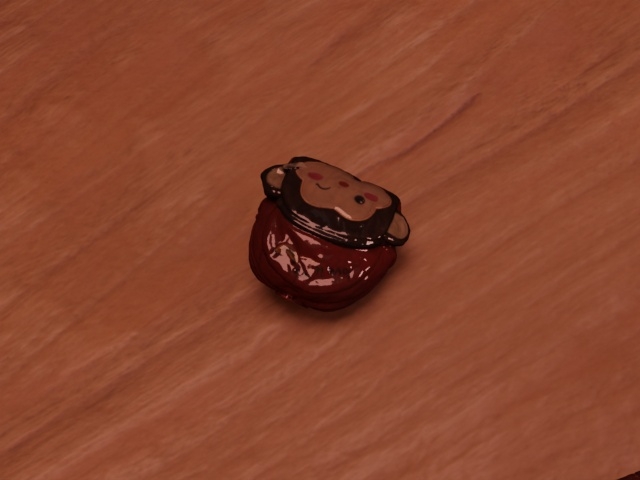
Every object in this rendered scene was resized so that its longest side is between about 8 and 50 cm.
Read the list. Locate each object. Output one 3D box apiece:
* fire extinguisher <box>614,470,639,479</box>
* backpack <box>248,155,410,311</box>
[{"bbox_3d":[0.314,0.320,1.361,0.157,0.045,0.078,-20,73,-4],"label":"fire extinguisher"},{"bbox_3d":[0.000,-0.001,1.631,0.229,0.139,0.229,5,55,-7],"label":"backpack"}]
